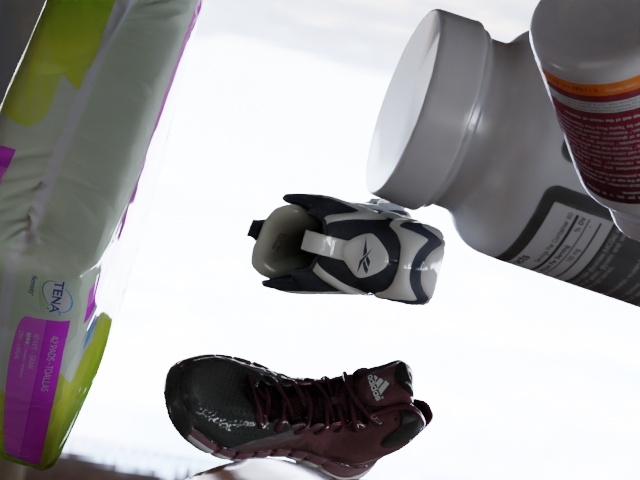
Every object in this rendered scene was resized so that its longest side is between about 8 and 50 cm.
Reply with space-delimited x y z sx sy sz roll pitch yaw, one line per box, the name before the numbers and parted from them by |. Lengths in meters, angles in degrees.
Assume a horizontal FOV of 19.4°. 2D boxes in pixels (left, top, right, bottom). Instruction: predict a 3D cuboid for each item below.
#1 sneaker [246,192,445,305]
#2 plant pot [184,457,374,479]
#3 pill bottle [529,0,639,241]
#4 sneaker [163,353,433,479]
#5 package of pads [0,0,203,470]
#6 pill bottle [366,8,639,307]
sneaker | 0.000 0.000 1.647 0.153 0.094 0.235 14 -172 -18
plant pot | -0.019 0.260 1.203 0.272 0.272 0.265 7 -177 -13
pill bottle | 0.170 -0.070 1.000 0.086 0.086 0.152 13 147 34
sneaker | -0.003 0.143 1.761 0.162 0.106 0.281 -29 148 34
package of pads | -0.162 -0.027 1.208 0.101 0.229 0.297 18 -130 -2
pill bottle | 0.239 -0.065 1.639 0.362 0.210 0.210 19 -175 -10
